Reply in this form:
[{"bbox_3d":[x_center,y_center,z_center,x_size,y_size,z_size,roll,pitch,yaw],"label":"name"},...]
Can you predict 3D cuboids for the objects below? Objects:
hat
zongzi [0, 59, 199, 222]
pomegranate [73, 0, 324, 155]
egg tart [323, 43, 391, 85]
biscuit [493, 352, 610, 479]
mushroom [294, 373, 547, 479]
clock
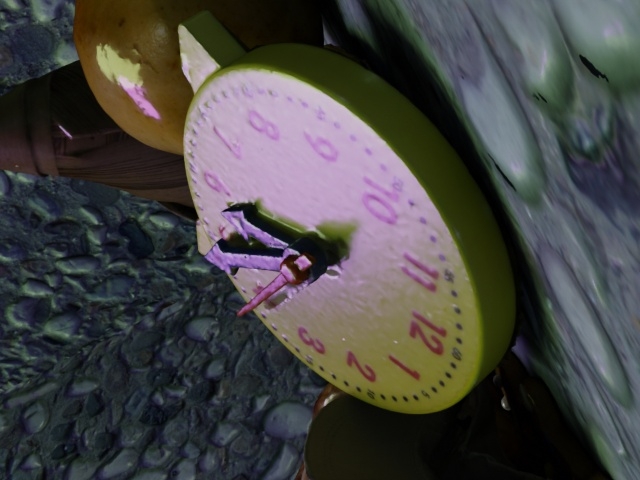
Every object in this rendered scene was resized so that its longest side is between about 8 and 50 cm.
[{"bbox_3d":[0.085,0.185,0.739,0.166,0.173,0.144,-120,12,-64],"label":"hat"},{"bbox_3d":[-0.254,-0.103,1.377,0.500,0.467,0.218,94,156,-64],"label":"zongzi"},{"bbox_3d":[-0.106,-0.185,0.860,0.233,0.233,0.233,63,179,2],"label":"pomegranate"},{"bbox_3d":[0.041,-0.021,0.801,0.290,0.107,0.291,63,180,0],"label":"egg tart"},{"bbox_3d":[0.182,0.166,0.767,0.138,0.031,0.205,63,-179,-40],"label":"biscuit"},{"bbox_3d":[0.065,0.220,0.986,0.260,0.345,0.345,37,-173,-17],"label":"mushroom"},{"bbox_3d":[-0.002,0.003,0.677,0.293,0.071,0.277,29,142,31],"label":"clock"}]
